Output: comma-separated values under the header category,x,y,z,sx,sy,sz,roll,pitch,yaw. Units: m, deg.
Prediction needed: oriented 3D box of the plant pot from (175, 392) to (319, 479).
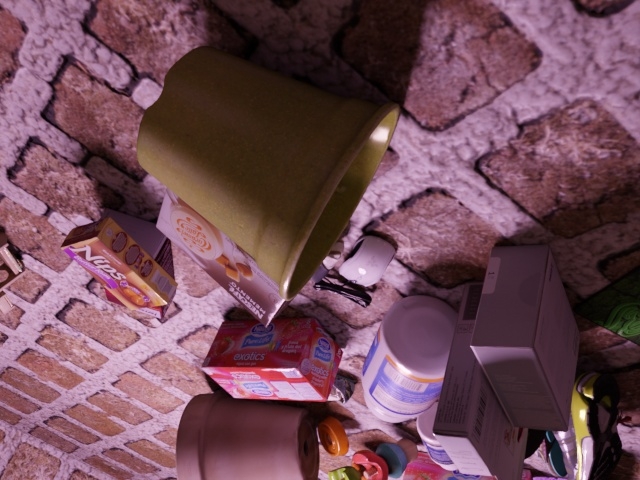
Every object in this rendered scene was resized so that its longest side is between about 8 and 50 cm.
category,x,y,z,sx,sy,sz,roll,pitch,yaw
plant pot,-0.161,0.524,1.721,0.280,0.323,0.323,-11,136,15

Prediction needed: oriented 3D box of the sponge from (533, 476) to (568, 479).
category,x,y,z,sx,sy,sz,roll,pitch,yaw
sponge,0.548,0.530,1.489,0.117,0.031,0.210,-10,155,37

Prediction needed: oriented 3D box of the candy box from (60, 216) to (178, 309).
category,x,y,z,sx,sy,sz,roll,pitch,yaw
candy box,-0.357,0.045,1.249,0.109,0.053,0.187,-11,133,35

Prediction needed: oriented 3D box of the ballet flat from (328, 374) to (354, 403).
category,x,y,z,sx,sy,sz,roll,pitch,yaw
ballet flat,-0.017,0.306,1.527,0.188,0.070,0.070,20,145,4

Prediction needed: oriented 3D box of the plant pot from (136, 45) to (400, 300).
category,x,y,z,sx,sy,sz,roll,pitch,yaw
plant pot,-0.077,-0.107,0.877,0.253,0.276,0.276,31,145,7

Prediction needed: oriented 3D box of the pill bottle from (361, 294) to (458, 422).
category,x,y,z,sx,sy,sz,roll,pitch,yaw
pill bottle,0.158,0.227,1.256,0.152,0.152,0.272,19,145,4

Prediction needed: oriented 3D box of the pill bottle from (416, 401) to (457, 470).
category,x,y,z,sx,sy,sz,roll,pitch,yaw
pill bottle,0.270,0.430,1.512,0.094,0.094,0.169,2,140,26

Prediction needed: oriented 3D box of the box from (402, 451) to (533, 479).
category,x,y,z,sx,sy,sz,roll,pitch,yaw
box,0.356,0.624,1.679,0.299,0.142,0.154,1,140,28

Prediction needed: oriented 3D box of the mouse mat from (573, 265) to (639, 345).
category,x,y,z,sx,sy,sz,roll,pitch,yaw
mouse mat,0.493,0.099,1.036,0.152,0.007,0.190,26,145,-7

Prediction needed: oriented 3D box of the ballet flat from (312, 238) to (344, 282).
category,x,y,z,sx,sy,sz,roll,pitch,yaw
ballet flat,0.000,0.000,1.114,0.074,0.074,0.203,6,140,21

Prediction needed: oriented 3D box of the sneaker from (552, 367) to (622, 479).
category,x,y,z,sx,sy,sz,roll,pitch,yaw
sneaker,0.462,0.338,1.255,0.121,0.111,0.300,28,135,50

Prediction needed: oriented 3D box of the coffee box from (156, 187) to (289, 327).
category,x,y,z,sx,sy,sz,roll,pitch,yaw
coffee box,-0.128,-0.001,1.091,0.246,0.098,0.141,42,146,4

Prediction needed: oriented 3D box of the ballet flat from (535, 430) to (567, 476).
category,x,y,z,sx,sy,sz,roll,pitch,yaw
ballet flat,0.445,0.390,1.398,0.079,0.077,0.222,14,144,43

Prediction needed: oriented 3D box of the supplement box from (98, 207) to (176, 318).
category,x,y,z,sx,sy,sz,roll,pitch,yaw
supplement box,-0.362,0.051,1.367,0.130,0.073,0.239,18,145,5

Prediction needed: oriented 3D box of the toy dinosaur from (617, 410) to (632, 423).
category,x,y,z,sx,sy,sz,roll,pitch,yaw
toy dinosaur,0.534,0.337,1.278,0.047,0.090,0.082,10,178,-10

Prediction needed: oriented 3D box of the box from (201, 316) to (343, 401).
category,x,y,z,sx,sy,sz,roll,pitch,yaw
box,-0.100,0.245,1.439,0.256,0.123,0.128,-7,135,35

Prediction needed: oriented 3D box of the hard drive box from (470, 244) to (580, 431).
category,x,y,z,sx,sy,sz,roll,pitch,yaw
hard drive box,0.314,0.148,1.044,0.089,0.181,0.232,-3,137,31

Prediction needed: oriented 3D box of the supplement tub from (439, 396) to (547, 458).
category,x,y,z,sx,sy,sz,roll,pitch,yaw
supplement tub,0.308,0.310,1.279,0.198,0.106,0.106,28,159,50

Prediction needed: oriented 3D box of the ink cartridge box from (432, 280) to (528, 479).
category,x,y,z,sx,sy,sz,roll,pitch,yaw
ink cartridge box,0.270,0.241,1.107,0.060,0.275,0.239,-5,136,32

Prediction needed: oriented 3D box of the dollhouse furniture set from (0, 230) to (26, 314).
category,x,y,z,sx,sy,sz,roll,pitch,yaw
dollhouse furniture set,-0.749,0.043,1.575,0.161,0.101,0.182,35,152,26

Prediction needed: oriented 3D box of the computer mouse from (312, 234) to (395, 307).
category,x,y,z,sx,sy,sz,roll,pitch,yaw
computer mouse,0.062,0.056,1.175,0.106,0.042,0.193,26,145,-4

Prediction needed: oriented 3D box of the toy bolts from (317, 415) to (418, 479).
category,x,y,z,sx,sy,sz,roll,pitch,yaw
toy bolts,0.124,0.513,1.710,0.228,0.158,0.218,-23,85,57
